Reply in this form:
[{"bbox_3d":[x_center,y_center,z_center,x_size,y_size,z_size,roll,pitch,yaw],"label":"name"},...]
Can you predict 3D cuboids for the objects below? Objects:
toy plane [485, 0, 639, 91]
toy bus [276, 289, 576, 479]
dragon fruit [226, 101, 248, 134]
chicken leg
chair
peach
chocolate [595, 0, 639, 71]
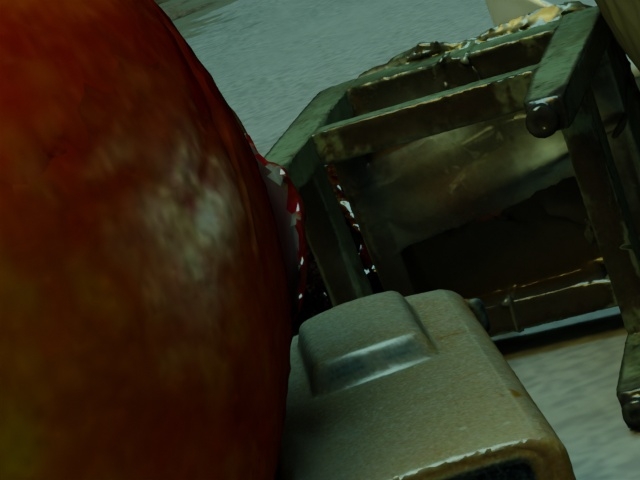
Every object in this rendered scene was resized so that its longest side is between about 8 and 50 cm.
[{"bbox_3d":[0.204,-0.113,1.124,0.255,0.101,0.251,-5,20,34],"label":"toy plane"},{"bbox_3d":[0.030,0.081,0.617,0.091,0.103,0.182,-19,14,-1],"label":"toy bus"},{"bbox_3d":[-0.145,-0.005,0.887,0.252,0.241,0.241,0,13,-6],"label":"dragon fruit"},{"bbox_3d":[0.000,0.000,1.046,0.105,0.063,0.234,-17,13,-9],"label":"chicken leg"},{"bbox_3d":[0.083,-0.024,0.860,0.136,0.147,0.270,-15,17,22],"label":"chair"},{"bbox_3d":[-0.175,0.051,0.546,0.370,0.370,0.370,-19,14,5],"label":"peach"},{"bbox_3d":[0.233,-0.165,0.717,0.314,0.326,0.297,2,28,-11],"label":"chocolate"}]
